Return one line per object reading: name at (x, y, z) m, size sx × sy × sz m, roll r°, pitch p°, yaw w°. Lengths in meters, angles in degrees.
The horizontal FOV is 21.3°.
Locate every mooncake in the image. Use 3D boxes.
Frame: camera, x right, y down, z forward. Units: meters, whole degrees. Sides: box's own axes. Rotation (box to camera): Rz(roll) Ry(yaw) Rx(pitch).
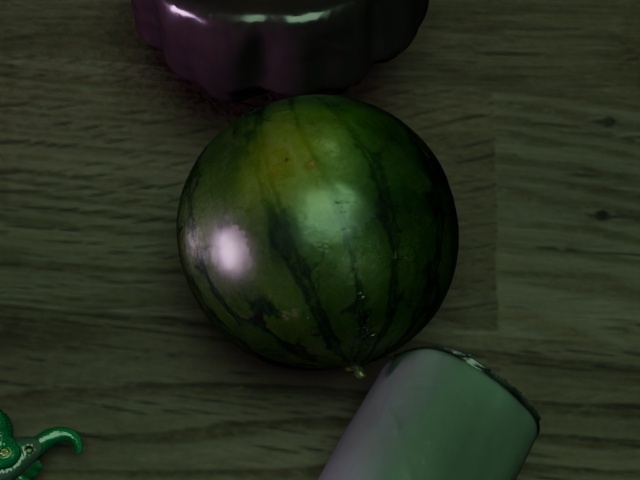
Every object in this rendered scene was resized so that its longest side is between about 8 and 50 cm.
mooncake at (-0.037, -0.237, 1.553) m, size 0.283 × 0.141 × 0.283 m, roll -3°, pitch 45°, yaw 4°

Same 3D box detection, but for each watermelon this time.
watermelon at (-0.001, -0.005, 1.456) m, size 0.242 × 0.242 × 0.242 m, roll 2°, pitch 69°, yaw -6°

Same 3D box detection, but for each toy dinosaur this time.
toy dinosaur at (-0.265, 0.196, 1.445) m, size 0.132 × 0.059 × 0.096 m, roll -30°, pitch 84°, yaw -8°

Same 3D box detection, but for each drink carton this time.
drink carton at (0.078, 0.210, 1.423) m, size 0.191 × 0.185 × 0.189 m, roll 37°, pitch 55°, yaw -7°
